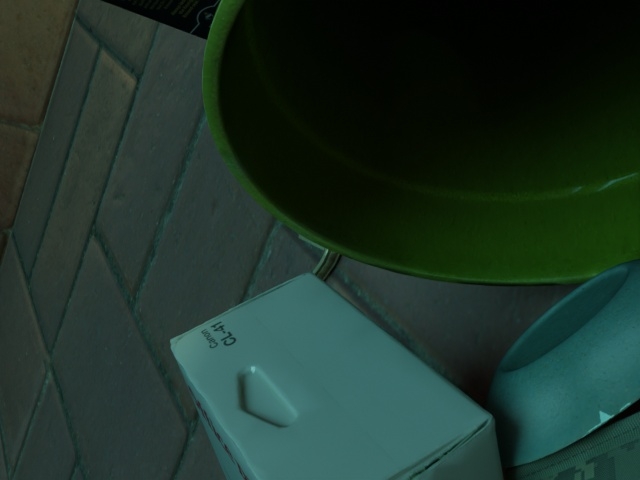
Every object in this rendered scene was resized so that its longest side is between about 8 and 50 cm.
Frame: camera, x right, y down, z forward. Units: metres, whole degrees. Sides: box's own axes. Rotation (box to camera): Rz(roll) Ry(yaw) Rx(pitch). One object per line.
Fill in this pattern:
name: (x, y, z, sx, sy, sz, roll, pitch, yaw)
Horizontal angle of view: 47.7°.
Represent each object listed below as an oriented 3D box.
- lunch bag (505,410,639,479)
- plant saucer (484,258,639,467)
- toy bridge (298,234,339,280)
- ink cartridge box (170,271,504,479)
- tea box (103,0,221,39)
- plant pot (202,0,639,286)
lunch bag: (0.256, 0.166, 0.312, 0.287, 0.169, 0.235, -46, 45, 44)
plant saucer: (0.166, 0.063, 0.459, 0.037, 0.195, 0.195, 49, 128, 6)
toy bridge: (0.000, 0.000, 0.842, 0.063, 0.026, 0.188, 25, 101, 53)
ink cartridge box: (0.028, 0.209, 0.523, 0.226, 0.131, 0.306, 35, 145, 53)
tea box: (-0.134, -0.447, 0.903, 0.329, 0.323, 0.220, -31, 56, 46)
plant pot: (0.131, -0.208, 0.476, 0.366, 0.366, 0.353, -31, 45, 46)
